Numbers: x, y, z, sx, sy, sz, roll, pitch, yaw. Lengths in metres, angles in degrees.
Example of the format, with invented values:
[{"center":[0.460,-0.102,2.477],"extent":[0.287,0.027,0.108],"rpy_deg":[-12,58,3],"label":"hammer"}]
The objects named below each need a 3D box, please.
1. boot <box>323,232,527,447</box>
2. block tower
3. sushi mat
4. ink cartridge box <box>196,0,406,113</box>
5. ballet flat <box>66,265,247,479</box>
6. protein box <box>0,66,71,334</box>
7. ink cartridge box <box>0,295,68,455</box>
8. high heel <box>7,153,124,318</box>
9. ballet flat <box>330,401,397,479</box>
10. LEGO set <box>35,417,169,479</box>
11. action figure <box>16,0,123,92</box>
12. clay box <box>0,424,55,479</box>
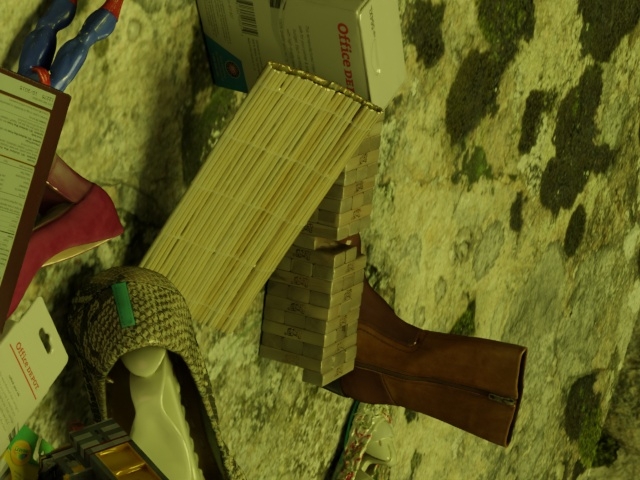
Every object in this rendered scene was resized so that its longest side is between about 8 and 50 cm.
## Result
[{"center":[0.121,0.116,2.412],"extent":[0.096,0.280,0.264],"rpy_deg":[-36,134,-53],"label":"boot"},{"center":[0.000,0.000,2.328],"extent":[0.091,0.097,0.335],"rpy_deg":[-22,121,-59],"label":"block tower"},{"center":[-0.072,-0.040,2.012],"extent":[0.151,0.019,0.316],"rpy_deg":[19,118,-31],"label":"sushi mat"},{"center":[-0.019,-0.222,2.037],"extent":[0.086,0.203,0.148],"rpy_deg":[-53,147,-38],"label":"ink cartridge box"},{"center":[-0.158,0.253,2.017],"extent":[0.182,0.164,0.482],"rpy_deg":[-111,-173,-55],"label":"ballet flat"},{"center":[-0.334,-0.051,1.503],"extent":[0.136,0.200,0.201],"rpy_deg":[21,85,-64],"label":"protein box"},{"center":[-0.318,0.139,1.799],"extent":[0.180,0.060,0.104],"rpy_deg":[-56,148,-33],"label":"ink cartridge box"},{"center":[-0.260,0.034,1.789],"extent":[0.117,0.082,0.244],"rpy_deg":[46,40,-28],"label":"high heel"},{"center":[0.061,0.316,2.637],"extent":[0.091,0.077,0.241],"rpy_deg":[41,66,-61],"label":"ballet flat"},{"center":[-0.253,0.327,1.844],"extent":[0.255,0.192,0.331],"rpy_deg":[-24,129,-24],"label":"LEGO set"},{"center":[-0.260,-0.162,1.721],"extent":[0.139,0.091,0.280],"rpy_deg":[58,51,-65],"label":"action figure"},{"center":[-0.330,0.287,1.864],"extent":[0.222,0.053,0.127],"rpy_deg":[-67,155,-19],"label":"clay box"}]
